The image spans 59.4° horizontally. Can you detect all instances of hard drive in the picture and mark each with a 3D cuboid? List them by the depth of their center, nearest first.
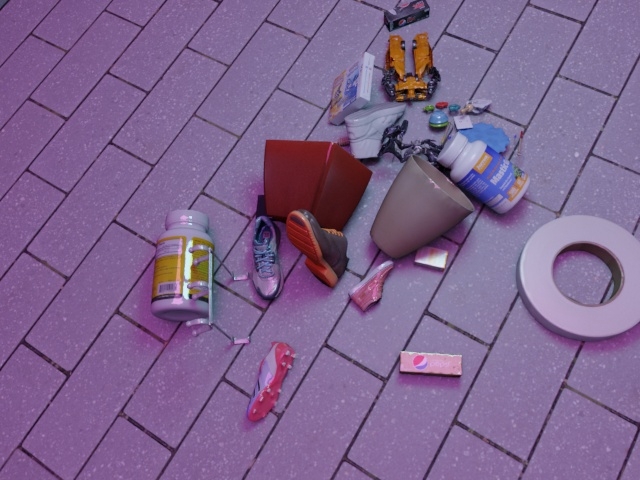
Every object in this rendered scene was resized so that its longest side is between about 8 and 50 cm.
[{"bbox_3d":[-0.153,-0.113,1.935,0.135,0.022,0.094,0,69,7],"label":"hard drive"}]

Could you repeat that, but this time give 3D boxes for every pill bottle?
[{"bbox_3d":[0.511,-0.220,1.780,0.272,0.152,0.152,35,76,-3],"label":"pill bottle"},{"bbox_3d":[-0.437,0.080,1.807,0.188,0.188,0.334,-3,68,6],"label":"pill bottle"}]

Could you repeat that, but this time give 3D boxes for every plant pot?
[{"bbox_3d":[0.288,-0.081,1.743,0.274,0.256,0.256,-49,68,20],"label":"plant pot"},{"bbox_3d":[-0.027,-0.159,1.790,0.267,0.267,0.235,8,80,34],"label":"plant pot"}]

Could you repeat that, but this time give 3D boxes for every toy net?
[{"bbox_3d":[0.485,-0.459,1.978,0.232,0.045,0.122,-12,32,-4],"label":"toy net"}]

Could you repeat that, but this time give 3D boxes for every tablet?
[{"bbox_3d":[0.498,-0.414,1.959,0.054,0.006,0.083,-5,41,6],"label":"tablet"}]

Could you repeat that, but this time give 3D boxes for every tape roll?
[{"bbox_3d":[0.798,0.111,1.699,0.392,0.072,0.392,-3,68,7],"label":"tape roll"}]

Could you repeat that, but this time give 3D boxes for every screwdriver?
[{"bbox_3d":[0.278,-0.349,1.979,0.024,0.025,0.170,17,80,13],"label":"screwdriver"}]

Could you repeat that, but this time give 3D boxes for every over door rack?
[{"bbox_3d":[-0.316,0.175,1.691,0.108,0.324,0.239,-9,69,14],"label":"over door rack"}]

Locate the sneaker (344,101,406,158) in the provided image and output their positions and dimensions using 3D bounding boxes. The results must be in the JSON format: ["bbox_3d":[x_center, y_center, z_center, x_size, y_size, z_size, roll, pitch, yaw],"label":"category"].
[{"bbox_3d":[0.195,-0.378,1.958,0.108,0.169,0.292,18,35,42],"label":"sneaker"}]

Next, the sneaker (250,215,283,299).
[{"bbox_3d":[-0.187,0.052,1.821,0.110,0.122,0.283,-8,68,4],"label":"sneaker"}]

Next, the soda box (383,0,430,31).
[{"bbox_3d":[0.330,-0.867,2.153,0.169,0.053,0.060,-21,68,-2],"label":"soda box"}]

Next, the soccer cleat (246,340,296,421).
[{"bbox_3d":[-0.161,0.425,1.705,0.095,0.083,0.248,16,74,44],"label":"soccer cleat"}]

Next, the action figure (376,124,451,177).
[{"bbox_3d":[0.323,-0.277,1.879,0.276,0.141,0.164,23,52,-18],"label":"action figure"}]

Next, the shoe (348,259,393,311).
[{"bbox_3d":[0.178,0.144,1.772,0.178,0.063,0.081,-39,70,-3],"label":"shoe"}]

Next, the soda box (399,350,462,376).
[{"bbox_3d":[0.326,0.368,1.665,0.181,0.058,0.061,2,69,9],"label":"soda box"}]

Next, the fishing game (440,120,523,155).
[{"bbox_3d":[0.547,-0.335,1.904,0.264,0.041,0.189,10,47,14],"label":"fishing game"}]

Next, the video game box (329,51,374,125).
[{"bbox_3d":[0.109,-0.532,1.979,0.048,0.205,0.187,21,66,-26],"label":"video game box"}]

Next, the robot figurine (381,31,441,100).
[{"bbox_3d":[0.326,-0.624,2.041,0.211,0.085,0.291,-1,68,7],"label":"robot figurine"}]

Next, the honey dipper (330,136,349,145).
[{"bbox_3d":[0.022,-0.345,2.001,0.161,0.030,0.030,-6,68,7],"label":"honey dipper"}]

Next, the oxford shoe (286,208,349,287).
[{"bbox_3d":[0.000,0.000,1.695,0.130,0.363,0.133,34,73,30],"label":"oxford shoe"}]

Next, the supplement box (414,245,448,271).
[{"bbox_3d":[0.354,0.056,1.795,0.098,0.036,0.062,14,71,12],"label":"supplement box"}]
